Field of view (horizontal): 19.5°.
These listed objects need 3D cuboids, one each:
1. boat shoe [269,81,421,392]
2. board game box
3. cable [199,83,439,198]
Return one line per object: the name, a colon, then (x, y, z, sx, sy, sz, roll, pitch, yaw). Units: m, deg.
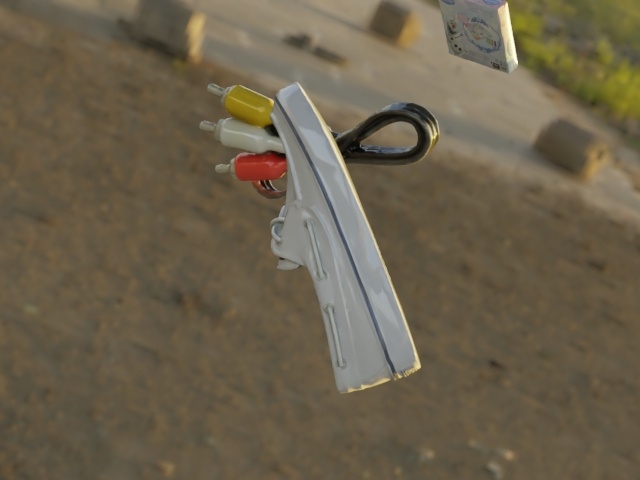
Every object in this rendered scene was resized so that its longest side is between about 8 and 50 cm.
boat shoe: (0.000, 0.000, 1.525, 0.095, 0.084, 0.258, 43, 26, -84)
board game box: (0.178, -0.241, 2.113, 0.090, 0.090, 0.020, 24, 54, 37)
cable: (-0.004, -0.094, 2.021, 0.287, 0.139, 0.072, 11, 27, 37)
